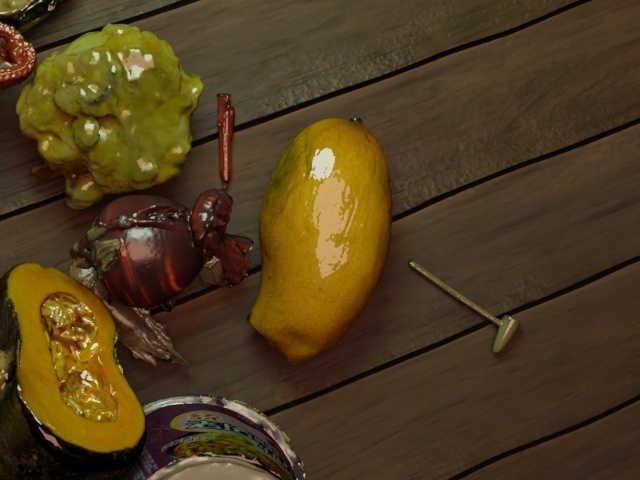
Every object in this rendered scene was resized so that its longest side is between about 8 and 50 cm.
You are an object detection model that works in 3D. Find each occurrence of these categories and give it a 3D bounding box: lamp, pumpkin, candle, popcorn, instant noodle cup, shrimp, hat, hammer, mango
[{"bbox_3d":[-0.213,0.022,1.568,0.223,0.215,0.151,4,68,6],"label":"lamp"},{"bbox_3d":[-0.383,0.209,1.488,0.242,0.325,0.232,27,117,-41],"label":"pumpkin"},{"bbox_3d":[-0.136,-0.127,1.676,0.026,0.021,0.168,0,88,-11],"label":"candle"},{"bbox_3d":[-0.287,-0.168,1.578,0.233,0.192,0.266,30,107,-25],"label":"popcorn"},{"bbox_3d":[-0.151,0.378,1.539,0.339,0.266,0.340,1,88,-12],"label":"instant noodle cup"},{"bbox_3d":[-0.251,0.089,1.638,0.223,0.047,0.126,44,71,-6],"label":"shrimp"},{"bbox_3d":[-0.446,-0.222,1.542,0.112,0.162,0.094,-12,78,-29],"label":"hat"},{"bbox_3d":[0.205,0.095,1.744,0.195,0.028,0.060,34,89,-6],"label":"hammer"},{"bbox_3d":[0.004,0.003,1.644,0.186,0.144,0.360,8,93,0],"label":"mango"}]

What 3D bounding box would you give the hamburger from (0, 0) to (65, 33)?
[{"bbox_3d":[-0.450,-0.406,1.563,0.285,0.134,0.265,-39,90,-16],"label":"hamburger"}]
